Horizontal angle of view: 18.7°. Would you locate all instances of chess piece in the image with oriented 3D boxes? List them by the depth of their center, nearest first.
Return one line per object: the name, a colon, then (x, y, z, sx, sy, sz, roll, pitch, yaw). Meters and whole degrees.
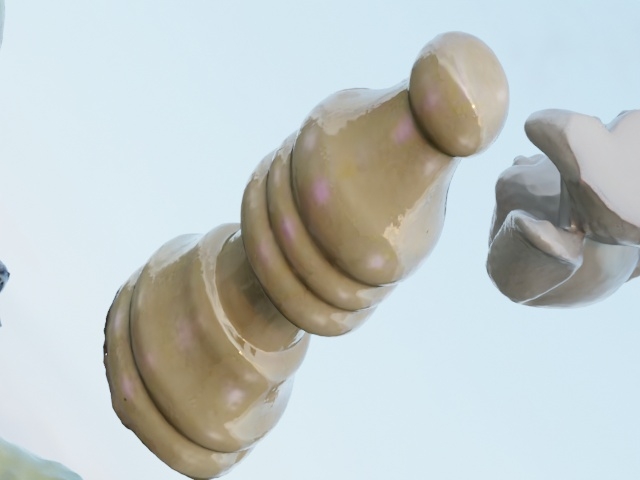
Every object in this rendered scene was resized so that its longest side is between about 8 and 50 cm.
chess piece: (0.000, 0.000, 1.097, 0.124, 0.139, 0.307, 41, -50, -7)

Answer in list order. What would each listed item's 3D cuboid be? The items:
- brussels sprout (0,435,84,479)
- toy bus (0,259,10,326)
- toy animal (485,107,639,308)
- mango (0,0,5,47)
brussels sprout: (-0.250, 0.221, 1.283, 0.161, 0.223, 0.223, 36, -21, 14)
toy bus: (-0.241, -0.016, 1.114, 0.079, 0.094, 0.236, 52, -22, 27)
toy animal: (0.270, -0.020, 1.984, 0.265, 0.271, 0.206, -38, -111, 52)
mango: (-0.208, -0.126, 0.788, 0.233, 0.125, 0.111, 55, 23, -52)
